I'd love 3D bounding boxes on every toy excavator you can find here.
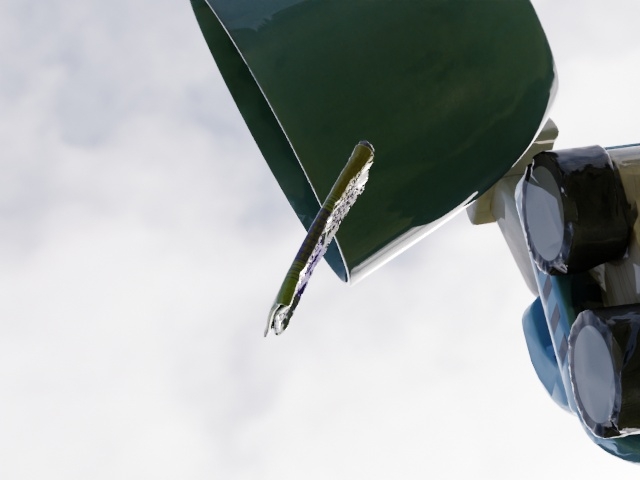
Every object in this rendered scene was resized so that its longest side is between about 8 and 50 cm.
[{"bbox_3d":[0.253,0.023,1.658,0.222,0.432,0.445,-8,-20,-15],"label":"toy excavator"}]

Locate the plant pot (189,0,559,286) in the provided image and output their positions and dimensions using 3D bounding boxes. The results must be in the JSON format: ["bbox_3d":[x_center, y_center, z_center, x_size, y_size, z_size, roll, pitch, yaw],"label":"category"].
[{"bbox_3d":[0.057,-0.142,1.508,0.235,0.293,0.293,-28,-55,-5],"label":"plant pot"}]

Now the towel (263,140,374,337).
[{"bbox_3d":[0.000,0.000,0.761,0.009,0.060,0.083,28,-110,3],"label":"towel"}]
